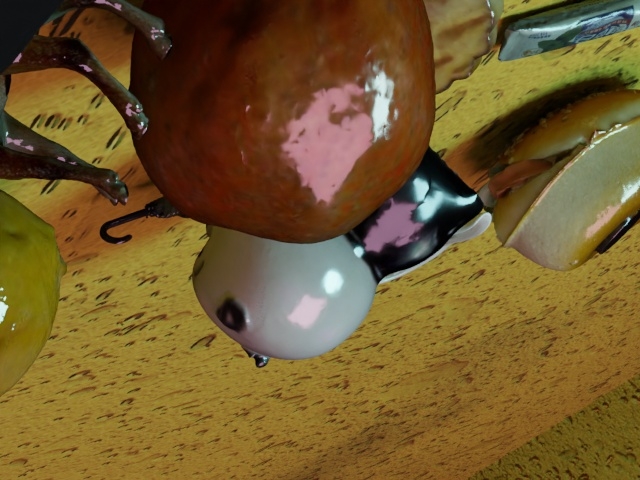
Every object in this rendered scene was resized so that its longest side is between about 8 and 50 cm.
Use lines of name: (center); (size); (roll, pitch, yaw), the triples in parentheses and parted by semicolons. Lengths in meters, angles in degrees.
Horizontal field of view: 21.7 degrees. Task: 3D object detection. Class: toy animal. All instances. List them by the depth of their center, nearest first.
toy animal: (-0.240, -0.078, 1.024); (0.260, 0.087, 0.243); (14, 119, -12)
toy animal: (-0.003, -0.008, 1.404); (0.235, 0.165, 0.187); (-43, 157, -1)

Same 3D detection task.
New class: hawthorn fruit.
hawthorn fruit: (-0.030, -0.126, 1.077); (0.211, 0.210, 0.262); (-22, 140, -10)

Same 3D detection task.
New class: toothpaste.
toothpaste: (0.264, -0.204, 1.490); (0.233, 0.038, 0.060); (-17, 159, -17)

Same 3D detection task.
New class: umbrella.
umbrella: (-0.082, -0.056, 1.456); (0.269, 0.044, 0.044); (-25, 139, -33)

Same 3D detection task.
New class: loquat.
loquat: (-0.299, 0.050, 1.234); (0.234, 0.176, 0.187); (-20, 145, -26)

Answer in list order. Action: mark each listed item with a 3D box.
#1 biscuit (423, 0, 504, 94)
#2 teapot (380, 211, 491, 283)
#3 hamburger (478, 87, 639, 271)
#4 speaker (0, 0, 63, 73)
biscuit: (0.075, -0.171, 1.272); (0.118, 0.061, 0.183); (28, 139, -15)
teapot: (0.065, -0.003, 1.694); (0.226, 0.092, 0.145); (-35, 157, 30)
hamburger: (0.275, -0.069, 1.711); (0.237, 0.147, 0.237); (-35, 168, -8)
speaker: (-0.199, -0.200, 0.637); (0.254, 0.184, 0.232); (-2, 151, -45)
